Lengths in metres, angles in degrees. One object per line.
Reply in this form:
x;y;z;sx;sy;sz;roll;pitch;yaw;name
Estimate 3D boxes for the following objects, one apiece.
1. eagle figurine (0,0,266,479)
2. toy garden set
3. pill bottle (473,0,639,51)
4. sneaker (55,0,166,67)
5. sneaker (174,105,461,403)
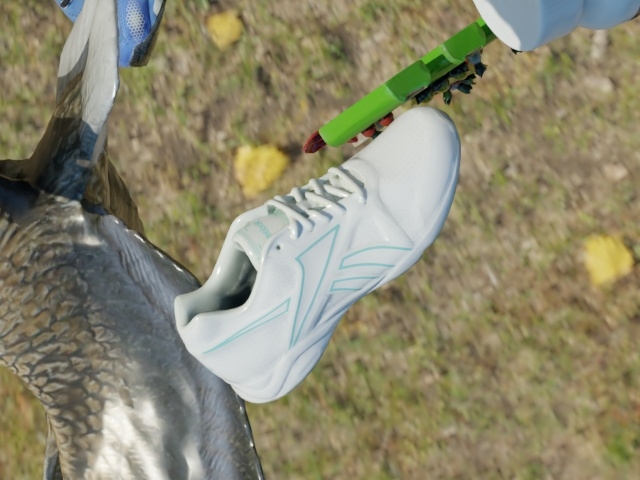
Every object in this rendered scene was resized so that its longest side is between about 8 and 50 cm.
-0.130;0.043;0.881;0.225;0.226;0.298;-15;130;40;eagle figurine
0.096;-0.129;1.483;0.244;0.204;0.049;-36;93;-33;toy garden set
0.213;-0.218;1.225;0.221;0.121;0.121;-27;126;-17;pill bottle
-0.264;-0.267;1.596;0.147;0.330;0.130;-27;155;-36;sneaker
0.000;0.000;0.759;0.152;0.054;0.061;-50;128;3;sneaker
